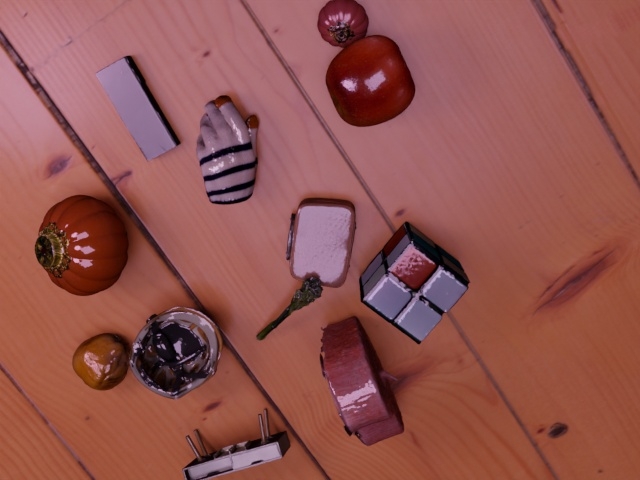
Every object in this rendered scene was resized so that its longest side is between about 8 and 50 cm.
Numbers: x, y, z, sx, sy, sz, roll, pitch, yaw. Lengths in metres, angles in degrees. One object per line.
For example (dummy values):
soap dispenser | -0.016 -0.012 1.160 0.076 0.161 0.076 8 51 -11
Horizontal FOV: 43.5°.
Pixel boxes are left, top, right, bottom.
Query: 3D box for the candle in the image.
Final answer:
candle | 0.098 0.304 1.806 0.131 0.287 0.317 -23 146 5

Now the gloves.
gloves | -0.202 -0.197 1.726 0.140 0.131 0.218 -3 114 0

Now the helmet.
helmet | -0.330 0.245 1.847 0.198 0.130 0.224 41 92 -13

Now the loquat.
loquat | -0.510 0.281 1.877 0.137 0.113 0.137 -2 81 11

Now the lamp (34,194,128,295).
lamp | -0.518 0.011 1.754 0.223 0.197 0.223 8 103 40

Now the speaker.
speaker | -0.395 -0.287 1.746 0.082 0.044 0.218 -28 103 9

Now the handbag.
handbag | 0.000 0.000 1.801 0.151 0.072 0.193 10 107 -1

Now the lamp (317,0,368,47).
lamp | 0.047 -0.452 1.664 0.108 0.092 0.107 4 141 4

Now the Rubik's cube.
Rubik's cube | 0.203 0.090 1.763 0.167 0.183 0.180 36 105 -9

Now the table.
table | -0.208 0.488 1.921 0.240 0.121 0.111 -18 86 6

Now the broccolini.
broccolini | -0.073 0.165 1.827 0.239 0.054 0.051 -47 68 33

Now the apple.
apple | 0.102 -0.328 1.651 0.168 0.181 0.181 -25 103 0
